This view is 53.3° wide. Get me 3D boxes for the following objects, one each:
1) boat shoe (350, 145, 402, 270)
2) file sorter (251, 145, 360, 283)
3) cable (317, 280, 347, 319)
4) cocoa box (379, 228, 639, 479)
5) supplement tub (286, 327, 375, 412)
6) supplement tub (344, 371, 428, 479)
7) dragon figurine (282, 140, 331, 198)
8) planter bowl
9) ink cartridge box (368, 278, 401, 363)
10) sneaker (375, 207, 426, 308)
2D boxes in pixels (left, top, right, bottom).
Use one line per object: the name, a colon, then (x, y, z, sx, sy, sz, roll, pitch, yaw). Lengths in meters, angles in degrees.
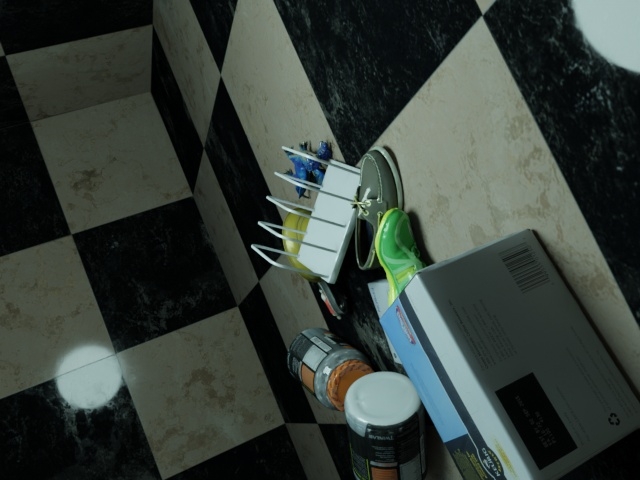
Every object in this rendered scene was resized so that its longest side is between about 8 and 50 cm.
boat shoe: (0.121, -0.064, 1.440, 0.109, 0.091, 0.305, 44, 148, 49)
file sorter: (-0.034, -0.068, 1.544, 0.193, 0.173, 0.277, 32, 106, 60)
cable: (-0.006, 0.123, 1.831, 0.287, 0.072, 0.139, 47, -159, -35)
cocoa box: (0.293, 0.203, 1.043, 0.347, 0.231, 0.228, 63, 159, 19)
supplement tub: (0.035, 0.398, 1.958, 0.316, 0.193, 0.193, 22, 130, 64)
supplement tub: (0.179, 0.536, 1.697, 0.207, 0.207, 0.338, 42, 146, 52)
dragon figurine: (-0.035, -0.172, 1.750, 0.144, 0.085, 0.289, 57, 155, 33)
planter bowl: (0.000, 0.000, 1.749, 0.090, 0.217, 0.217, -20, 90, 36)
ink cartridge box: (0.208, 0.199, 1.534, 0.224, 0.045, 0.223, -14, 96, 70)
sneaker: (0.202, 0.070, 1.382, 0.123, 0.109, 0.295, -4, 102, 41)
